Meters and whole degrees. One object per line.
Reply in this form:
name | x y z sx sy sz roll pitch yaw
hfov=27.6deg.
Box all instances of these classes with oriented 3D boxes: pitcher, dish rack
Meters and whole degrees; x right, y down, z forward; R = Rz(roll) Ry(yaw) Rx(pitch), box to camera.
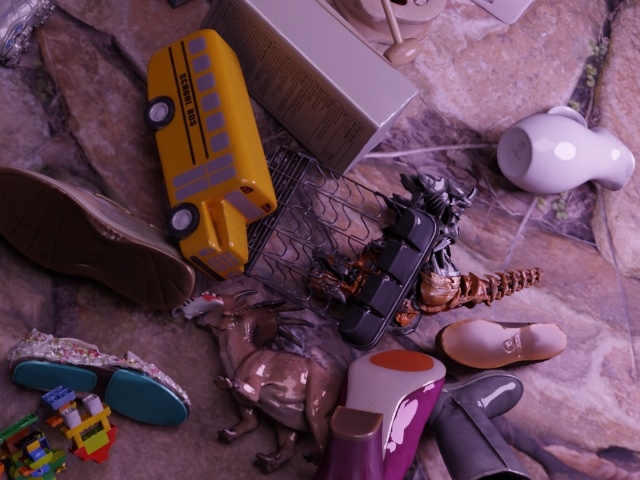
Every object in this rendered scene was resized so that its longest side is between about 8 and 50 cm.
pitcher | 0.370 -0.153 2.063 0.207 0.125 0.178 -1 44 -34
dish rack | 0.000 0.000 1.779 0.271 0.074 0.208 28 85 25

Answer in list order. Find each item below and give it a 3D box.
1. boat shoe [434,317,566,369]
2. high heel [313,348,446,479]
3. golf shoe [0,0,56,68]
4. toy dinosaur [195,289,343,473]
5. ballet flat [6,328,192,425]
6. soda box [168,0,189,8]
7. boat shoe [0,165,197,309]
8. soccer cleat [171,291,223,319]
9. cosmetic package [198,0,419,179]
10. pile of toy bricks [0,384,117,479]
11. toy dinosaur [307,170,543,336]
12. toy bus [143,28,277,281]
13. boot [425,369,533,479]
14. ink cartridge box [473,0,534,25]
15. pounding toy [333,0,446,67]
boat shoe | 0.250 0.152 1.876 0.207 0.073 0.073 5 79 -25
high heel | 0.070 0.263 1.676 0.127 0.181 0.377 11 17 20
golf shoe | -0.429 -0.330 1.847 0.086 0.069 0.176 27 56 -1
toy dinosaur | -0.040 0.185 1.715 0.295 0.127 0.200 38 50 -7
ballet flat | -0.274 0.165 1.651 0.241 0.091 0.077 20 34 -17
soda box | -0.165 -0.426 2.003 0.183 0.063 0.058 -32 80 -31
boat shoe | -0.302 -0.011 1.724 0.302 0.109 0.098 27 18 -7
soccer cleat | -0.164 0.089 1.740 0.029 0.083 0.036 39 58 -50
cosmetic package | -0.024 -0.258 1.920 0.309 0.160 0.113 44 56 2
pile of toy bricks | -0.351 0.268 1.560 0.212 0.118 0.105 -30 116 -30
toy dinosaur | 0.146 0.033 1.868 0.322 0.164 0.218 11 74 -28
toy bus | -0.150 -0.117 1.783 0.130 0.108 0.333 -23 60 13
boot | 0.229 0.260 1.746 0.189 0.208 0.076 -13 114 -17
ink cartridge box | 0.323 -0.496 2.224 0.158 0.092 0.218 34 59 -3
pounding toy | 0.118 -0.405 2.054 0.154 0.155 0.270 -19 73 -24
